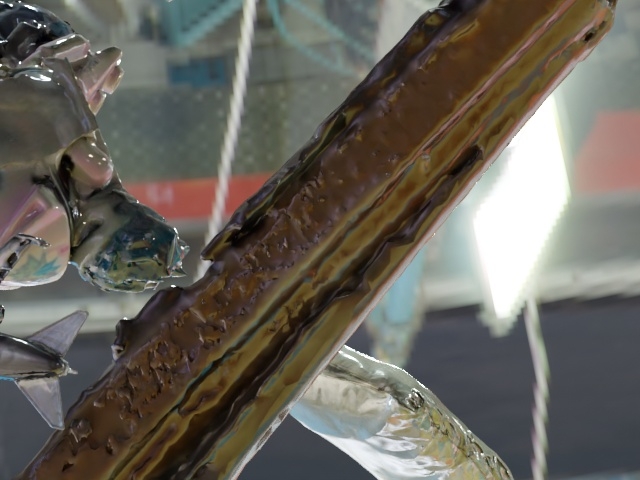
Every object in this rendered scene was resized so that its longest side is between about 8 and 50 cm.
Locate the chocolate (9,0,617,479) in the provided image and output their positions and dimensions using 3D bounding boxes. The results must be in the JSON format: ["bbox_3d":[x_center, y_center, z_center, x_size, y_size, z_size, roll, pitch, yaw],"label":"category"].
[{"bbox_3d":[0.004,0.003,0.747,0.329,0.065,0.102,-49,-12,-7],"label":"chocolate"}]

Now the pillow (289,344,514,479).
[{"bbox_3d":[0.044,0.115,1.174,0.128,0.051,0.229,23,-14,34],"label":"pillow"}]

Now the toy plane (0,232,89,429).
[{"bbox_3d":[-0.114,0.034,0.626,0.083,0.079,0.031,10,-10,15],"label":"toy plane"}]

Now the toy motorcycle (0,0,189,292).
[{"bbox_3d":[-0.161,-0.040,1.195,0.204,0.239,0.108,29,-33,1],"label":"toy motorcycle"}]
